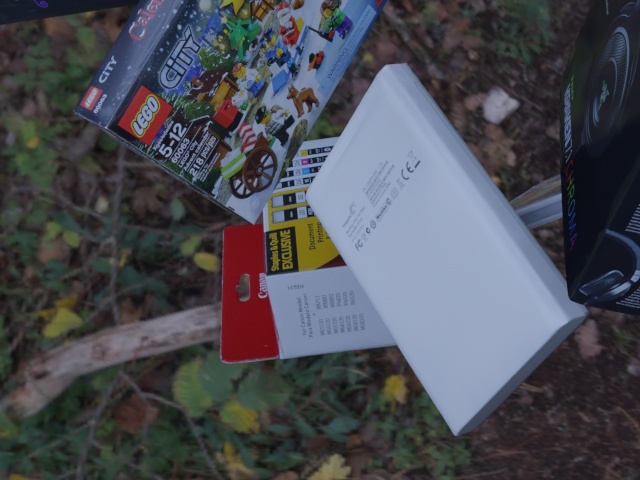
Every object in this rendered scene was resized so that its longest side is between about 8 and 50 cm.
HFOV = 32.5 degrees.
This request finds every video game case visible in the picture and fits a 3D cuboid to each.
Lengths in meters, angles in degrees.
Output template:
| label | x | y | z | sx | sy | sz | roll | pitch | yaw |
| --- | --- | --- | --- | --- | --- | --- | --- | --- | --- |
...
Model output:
| label | x | y | z | sx | sy | sz | roll | pitch | yaw |
| --- | --- | --- | --- | --- | --- | --- | --- | --- | --- |
| video game case | 0.273 | -0.058 | 1.142 | 0.206 | 0.227 | 0.026 | -23 | 92 | 39 |

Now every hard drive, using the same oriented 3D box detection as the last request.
| label | x | y | z | sx | sy | sz | roll | pitch | yaw |
| --- | --- | --- | --- | --- | --- | --- | --- | --- | --- |
| hard drive | 0.108 | 0.008 | 1.068 | 0.307 | 0.040 | 0.203 | 58 | 138 | 24 |

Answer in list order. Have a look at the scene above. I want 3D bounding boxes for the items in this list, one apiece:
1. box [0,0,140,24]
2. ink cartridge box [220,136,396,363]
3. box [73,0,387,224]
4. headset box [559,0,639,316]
| label | x | y | z | sx | sy | sz | roll | pitch | yaw |
| --- | --- | --- | --- | --- | --- | --- | --- | --- | --- |
| box | -0.210 | -0.287 | 0.886 | 0.270 | 0.143 | 0.165 | -4 | 57 | 18 |
| ink cartridge box | 0.000 | 0.000 | 1.371 | 0.272 | 0.130 | 0.309 | -8 | 33 | 0 |
| box | -0.047 | -0.146 | 0.768 | 0.044 | 0.159 | 0.233 | 27 | 86 | 42 |
| headset box | 0.268 | -0.123 | 0.743 | 0.131 | 0.283 | 0.246 | 10 | 51 | -2 |
